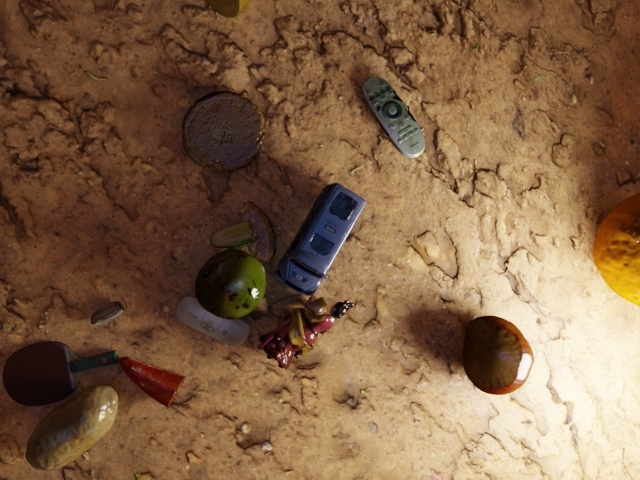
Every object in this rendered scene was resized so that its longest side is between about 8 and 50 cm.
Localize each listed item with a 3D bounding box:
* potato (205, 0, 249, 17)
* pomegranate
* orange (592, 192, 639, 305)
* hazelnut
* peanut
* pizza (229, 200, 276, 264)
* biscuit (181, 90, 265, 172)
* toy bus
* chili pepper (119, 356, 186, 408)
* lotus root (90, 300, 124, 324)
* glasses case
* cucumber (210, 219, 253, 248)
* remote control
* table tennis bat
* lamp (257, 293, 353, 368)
[{"bbox_3d":[-0.233,-0.698,1.122,0.203,0.178,0.158,35,68,12],"label":"potato"},{"bbox_3d":[-0.214,0.116,1.104,0.179,0.210,0.179,-5,66,12],"label":"pomegranate"},{"bbox_3d":[0.932,0.023,1.197,0.341,0.293,0.340,0,93,9],"label":"orange"},{"bbox_3d":[0.484,0.307,1.177,0.210,0.186,0.210,0,72,0],"label":"hazelnut"},{"bbox_3d":[-0.584,0.442,1.050,0.224,0.129,0.129,-35,93,-17],"label":"peanut"},{"bbox_3d":[-0.188,-0.016,1.157,0.134,0.046,0.175,-11,86,-4],"label":"pizza"},{"bbox_3d":[-0.253,-0.285,1.159,0.226,0.042,0.226,0,88,-10],"label":"biscuit"},{"bbox_3d":[0.000,0.000,1.140,0.125,0.133,0.292,31,84,-7],"label":"toy bus"},{"bbox_3d":[-0.433,0.341,1.107,0.169,0.065,0.088,30,83,-3],"label":"chili pepper"},{"bbox_3d":[-0.537,0.184,1.110,0.083,0.030,0.037,-27,61,-11],"label":"lotus root"},{"bbox_3d":[-0.277,0.208,1.136,0.193,0.049,0.074,28,84,-8],"label":"glasses case"},{"bbox_3d":[-0.223,-0.006,1.112,0.107,0.035,0.067,-15,60,-3],"label":"cucumber"},{"bbox_3d":[0.205,-0.343,1.226,0.097,0.045,0.256,-30,89,-9],"label":"remote control"},{"bbox_3d":[-0.646,0.321,1.096,0.274,0.021,0.154,-12,90,-7],"label":"table tennis bat"},{"bbox_3d":[-0.038,0.217,1.141,0.253,0.118,0.118,-43,94,-6],"label":"lamp"}]
